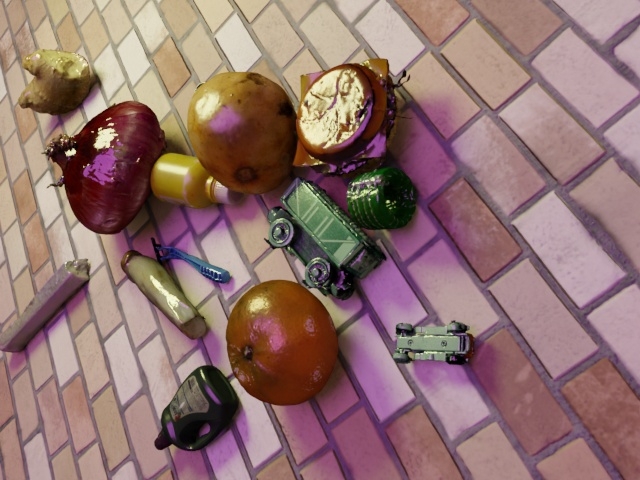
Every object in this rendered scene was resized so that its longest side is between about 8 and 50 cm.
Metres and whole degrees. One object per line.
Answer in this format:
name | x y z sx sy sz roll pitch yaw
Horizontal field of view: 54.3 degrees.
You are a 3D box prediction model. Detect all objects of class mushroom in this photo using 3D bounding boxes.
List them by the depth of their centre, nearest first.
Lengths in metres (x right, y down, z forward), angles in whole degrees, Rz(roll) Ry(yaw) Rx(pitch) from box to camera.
mushroom | -0.372 0.119 1.476 0.081 0.100 0.312 -46 52 -11

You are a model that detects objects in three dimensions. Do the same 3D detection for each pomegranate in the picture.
pomegranate | -0.163 -0.231 1.325 0.260 0.260 0.260 -11 70 33

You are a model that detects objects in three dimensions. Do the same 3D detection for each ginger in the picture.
ginger | -0.823 -0.489 1.914 0.276 0.221 0.130 -29 71 17

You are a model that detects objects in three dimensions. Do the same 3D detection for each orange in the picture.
orange | -0.081 0.193 1.180 0.240 0.171 0.240 2 93 44

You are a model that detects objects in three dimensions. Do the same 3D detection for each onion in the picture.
onion | -0.544 -0.195 1.560 0.347 0.285 0.347 -36 44 44

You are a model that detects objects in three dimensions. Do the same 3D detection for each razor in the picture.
razor | -0.309 0.052 1.482 0.253 0.042 0.082 18 129 37

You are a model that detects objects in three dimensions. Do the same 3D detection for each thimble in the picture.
thimble | 0.113 -0.076 1.159 0.090 0.130 0.118 -6 67 38

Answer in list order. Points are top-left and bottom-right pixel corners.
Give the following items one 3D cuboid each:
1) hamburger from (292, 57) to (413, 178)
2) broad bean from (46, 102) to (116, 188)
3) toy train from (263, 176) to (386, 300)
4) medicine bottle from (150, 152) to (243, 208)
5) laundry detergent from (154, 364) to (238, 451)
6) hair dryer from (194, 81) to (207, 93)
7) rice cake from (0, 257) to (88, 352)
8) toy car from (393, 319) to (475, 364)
hamburger | 0.061 -0.239 1.239 0.262 0.139 0.243 -1 78 36
broad bean | -0.692 -0.275 1.845 0.325 0.067 0.075 -51 24 15
toy train | 0.000 0.000 1.236 0.154 0.115 0.269 -46 55 6
medicine bottle | -0.284 -0.133 1.469 0.212 0.122 0.122 13 85 27
laundry detergent | -0.278 0.383 1.340 0.221 0.078 0.144 -49 59 13
hair dryer | -0.196 -0.350 1.499 0.198 0.100 0.057 -5 76 19
rice cake | -0.790 0.194 1.769 0.399 0.070 0.064 -43 60 19
toy car | 0.192 0.179 1.077 0.143 0.054 0.073 -8 70 38
